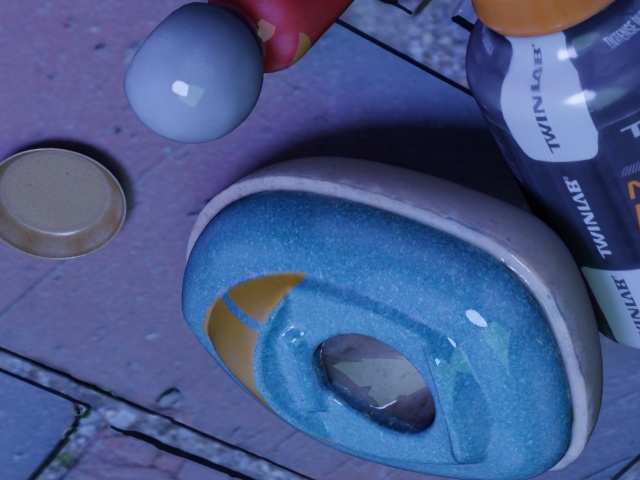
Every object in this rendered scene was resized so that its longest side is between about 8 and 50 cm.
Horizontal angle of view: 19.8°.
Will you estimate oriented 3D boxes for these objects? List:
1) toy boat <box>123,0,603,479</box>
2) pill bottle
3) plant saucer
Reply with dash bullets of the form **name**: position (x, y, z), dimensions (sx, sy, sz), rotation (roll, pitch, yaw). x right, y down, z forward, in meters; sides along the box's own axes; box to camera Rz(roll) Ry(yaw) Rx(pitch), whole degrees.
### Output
- **toy boat**: position (0.000, 0.000, 0.961), dimensions (0.267, 0.148, 0.318), rotation (7, 129, 40)
- **pill bottle**: position (0.156, -0.065, 0.959), dimensions (0.130, 0.130, 0.245), rotation (-21, 129, 15)
- **plant saucer**: position (-0.153, -0.024, 1.057), dimensions (0.083, 0.015, 0.083), rotation (-2, 131, -2)
